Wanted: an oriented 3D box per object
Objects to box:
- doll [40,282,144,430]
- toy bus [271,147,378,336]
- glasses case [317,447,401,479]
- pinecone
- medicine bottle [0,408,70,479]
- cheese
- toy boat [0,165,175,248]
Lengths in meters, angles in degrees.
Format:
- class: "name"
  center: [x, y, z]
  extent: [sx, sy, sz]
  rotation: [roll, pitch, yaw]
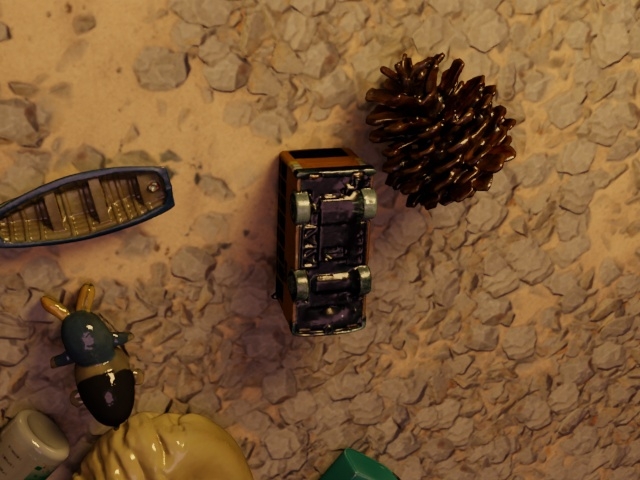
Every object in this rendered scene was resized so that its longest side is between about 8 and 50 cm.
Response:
- class: "doll"
  center: [-0.262, 0.138, 1.294]
  extent: [0.102, 0.089, 0.179]
  rotation: [-17, 98, -8]
- class: "toy bus"
  center: [0.000, 0.000, 1.278]
  extent: [0.098, 0.114, 0.201]
  rotation: [-4, 113, -16]
- class: "glasses case"
  center: [-0.016, 0.423, 1.535]
  extent: [0.117, 0.070, 0.301]
  rotation: [31, 103, -35]
- class: "pinecone"
  center: [0.124, -0.130, 1.227]
  extent: [0.163, 0.163, 0.165]
  rotation: [-35, 109, 3]
- class: "medicine bottle"
  center: [-0.370, 0.272, 1.328]
  extent: [0.130, 0.080, 0.080]
  rotation: [-46, 121, 9]
- class: "cheese"
  center: [-0.193, 0.315, 1.396]
  extent: [0.226, 0.117, 0.214]
  rotation: [35, 99, -35]
- class: "toy boat"
  center: [-0.275, -0.037, 1.212]
  extent: [0.229, 0.046, 0.080]
  rotation: [-15, 122, -9]
